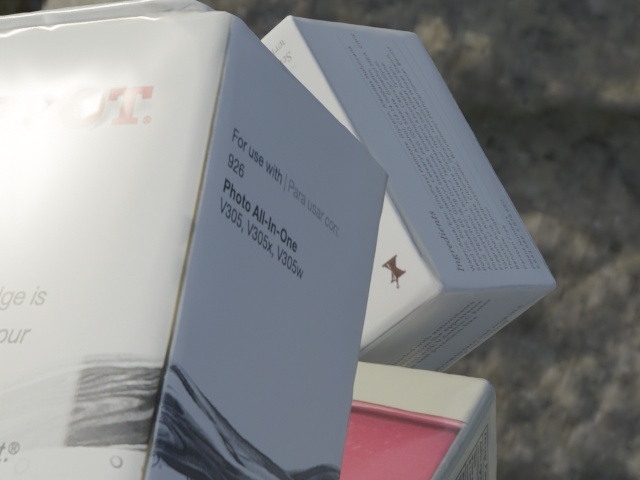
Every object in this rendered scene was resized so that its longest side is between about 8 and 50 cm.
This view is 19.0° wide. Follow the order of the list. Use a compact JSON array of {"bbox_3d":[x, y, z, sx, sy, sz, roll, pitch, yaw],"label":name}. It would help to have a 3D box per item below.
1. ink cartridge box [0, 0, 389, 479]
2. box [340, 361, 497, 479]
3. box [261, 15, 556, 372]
[{"bbox_3d":[-0.111,0.087,0.584,0.211,0.121,0.289,-1,66,29],"label":"ink cartridge box"},{"bbox_3d":[-0.007,0.174,0.914,0.127,0.148,0.232,7,26,19],"label":"box"},{"bbox_3d":[0.000,0.000,1.075,0.119,0.181,0.182,0,57,-52],"label":"box"}]
